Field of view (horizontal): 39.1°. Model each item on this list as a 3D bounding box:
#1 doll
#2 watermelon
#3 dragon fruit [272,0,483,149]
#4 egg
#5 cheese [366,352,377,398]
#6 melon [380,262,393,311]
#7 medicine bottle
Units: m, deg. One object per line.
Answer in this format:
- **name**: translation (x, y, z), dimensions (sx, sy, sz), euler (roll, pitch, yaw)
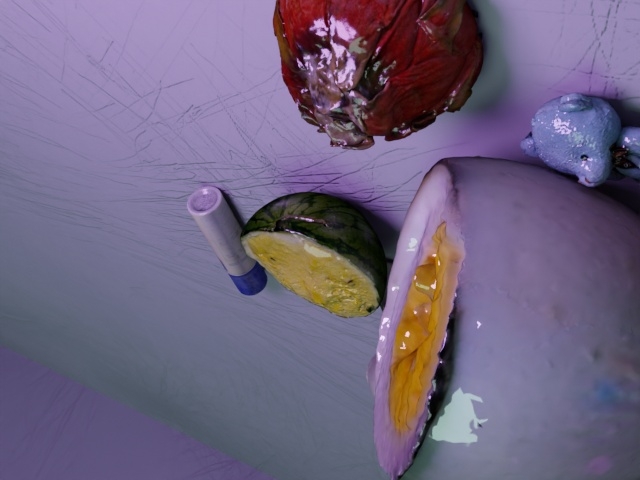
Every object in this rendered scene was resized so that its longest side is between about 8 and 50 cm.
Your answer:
- **doll**: translation (0.280, -0.074, 0.857), dimensions (0.180, 0.075, 0.120), euler (30, 157, 1)
- **watermelon**: translation (0.001, 0.004, 1.229), dimensions (0.204, 0.127, 0.232), euler (8, 148, 38)
- **dragon fruit**: translation (0.035, -0.167, 0.866), dimensions (0.218, 0.148, 0.224), euler (35, 153, -7)
- **egg**: translation (0.250, 0.108, 0.944), dimensions (0.340, 0.354, 0.354), euler (11, 155, -6)
- **cheese**: translation (0.174, 0.228, 1.425), dimensions (0.198, 0.154, 0.189), euler (29, 149, 4)
- **melon**: translation (0.144, 0.103, 1.287), dimensions (0.202, 0.139, 0.093), euler (33, 132, -1)
- **medicine bottle**: translation (-0.147, 0.005, 1.466), dimensions (0.059, 0.059, 0.231), euler (15, 150, 28)
